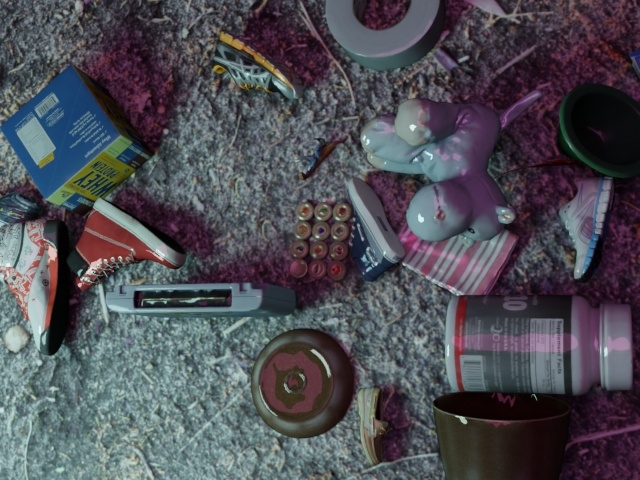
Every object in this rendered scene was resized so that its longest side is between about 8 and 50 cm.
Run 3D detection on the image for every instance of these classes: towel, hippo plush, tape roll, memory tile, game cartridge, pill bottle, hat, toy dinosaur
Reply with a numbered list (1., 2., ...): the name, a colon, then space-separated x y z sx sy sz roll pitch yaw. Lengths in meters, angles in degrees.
1. towel: 0.232 0.010 1.626 0.197 0.029 0.144 28 88 21
2. hippo plush: 0.217 -0.103 1.570 0.294 0.234 0.237 -6 80 -26
3. tape roll: 0.123 -0.434 1.729 0.219 0.072 0.219 -3 79 17
4. memory tile: 0.000 0.000 1.710 0.113 0.012 0.148 3 80 18
5. game cartridge: -0.205 0.109 1.653 0.297 0.198 0.062 -2 78 18
6. pill bottle: 0.353 0.168 1.485 0.283 0.161 0.161 -1 79 17
7. hat: 0.443 -0.157 1.599 0.208 0.183 0.173 25 63 -5
8. toy dinosaur: -0.010 -0.152 1.732 0.090 0.047 0.082 9 100 9

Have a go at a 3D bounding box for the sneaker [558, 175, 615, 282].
1. sneaker: 0.440 -0.021 1.552 0.083 0.071 0.191 9 73 25

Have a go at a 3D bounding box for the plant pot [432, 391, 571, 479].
1. plant pot: 0.287 0.372 1.457 0.215 0.215 0.230 0 93 18

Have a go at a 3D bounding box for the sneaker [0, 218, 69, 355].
1. sneaker: -0.579 0.092 1.818 0.145 0.090 0.270 -1 82 6

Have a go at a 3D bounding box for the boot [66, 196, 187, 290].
1. boot: -0.381 0.043 1.786 0.244 0.088 0.176 28 88 29

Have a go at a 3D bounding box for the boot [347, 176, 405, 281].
1. boot: 0.076 -0.021 1.664 0.086 0.069 0.190 -43 54 28

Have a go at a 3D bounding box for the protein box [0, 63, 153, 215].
1. protein box: -0.486 -0.198 1.839 0.200 0.136 0.201 -40 70 6

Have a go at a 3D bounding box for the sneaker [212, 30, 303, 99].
1. sneaker: -0.123 -0.324 1.787 0.215 0.084 0.083 36 104 24

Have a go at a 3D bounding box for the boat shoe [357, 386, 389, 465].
1. boat shoe: 0.095 0.320 1.594 0.045 0.050 0.135 -13 75 20

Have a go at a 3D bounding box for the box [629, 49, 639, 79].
1. box: 0.606 -0.266 1.557 0.109 0.042 0.178 -22 74 12

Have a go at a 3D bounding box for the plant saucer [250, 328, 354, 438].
1. plant saucer: -0.039 0.256 1.658 0.198 0.036 0.199 -4 78 18

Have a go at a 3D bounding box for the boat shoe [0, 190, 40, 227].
1. boat shoe: -0.666 -0.072 1.913 0.183 0.065 0.083 24 86 13
